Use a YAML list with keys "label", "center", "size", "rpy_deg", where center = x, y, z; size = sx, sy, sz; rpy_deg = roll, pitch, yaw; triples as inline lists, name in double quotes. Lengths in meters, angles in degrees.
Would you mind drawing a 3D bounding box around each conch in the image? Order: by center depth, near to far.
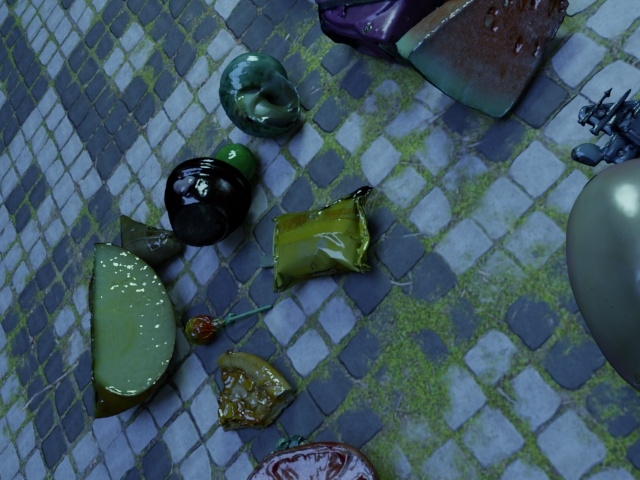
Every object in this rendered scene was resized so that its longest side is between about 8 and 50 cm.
- label: "conch"
  center: [-0.121, -0.295, 1.446]
  size: [0.176, 0.122, 0.188]
  rpy_deg: [-2, 75, 16]

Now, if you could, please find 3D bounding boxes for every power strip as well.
- label: "power strip"
  center: [-0.087, 0.038, 1.371]
  size: [0.083, 0.017, 0.027]
  rpy_deg: [-10, 68, 35]

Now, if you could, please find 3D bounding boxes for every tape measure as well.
- label: "tape measure"
  center: [0.115, -0.454, 1.296]
  size: [0.245, 0.149, 0.231]
  rpy_deg: [24, 91, 40]

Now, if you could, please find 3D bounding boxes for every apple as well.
- label: "apple"
  center: [-0.414, 0.187, 1.471]
  size: [0.254, 0.179, 0.345]
  rpy_deg: [-20, 64, 18]

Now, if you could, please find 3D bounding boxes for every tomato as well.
- label: "tomato"
  center: [-0.004, 0.422, 1.102]
  size: [0.237, 0.095, 0.236]
  rpy_deg: [-4, 75, 15]

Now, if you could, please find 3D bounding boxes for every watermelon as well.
- label: "watermelon"
  center: [0.277, -0.340, 1.141]
  size: [0.256, 0.193, 0.139]
  rpy_deg: [-50, 21, 18]

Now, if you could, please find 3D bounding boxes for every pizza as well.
- label: "pizza"
  center: [-0.143, 0.284, 1.305]
  size: [0.182, 0.062, 0.161]
  rpy_deg: [35, 103, 38]

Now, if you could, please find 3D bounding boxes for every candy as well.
- label: "candy"
  center: [-0.179, 0.157, 1.390]
  size: [0.201, 0.060, 0.060]
  rpy_deg: [-20, 63, 21]

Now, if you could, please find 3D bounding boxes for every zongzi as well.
- label: "zongzi"
  center: [-0.381, -0.018, 1.584]
  size: [0.160, 0.078, 0.176]
  rpy_deg: [-27, 56, 22]

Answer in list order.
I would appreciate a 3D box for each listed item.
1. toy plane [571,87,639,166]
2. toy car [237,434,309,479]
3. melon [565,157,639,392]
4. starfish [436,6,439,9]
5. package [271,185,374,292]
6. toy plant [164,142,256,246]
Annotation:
- label: "toy plane"
  center: [0.466, -0.178, 0.978]
  size: [0.169, 0.078, 0.246]
  rpy_deg: [40, 98, 12]
- label: "toy car"
  center: [-0.077, 0.415, 1.209]
  size: [0.186, 0.058, 0.093]
  rpy_deg: [-48, 52, -1]
- label: "melon"
  center: [0.417, 0.049, 0.844]
  size: [0.223, 0.223, 0.316]
  rpy_deg: [-28, 61, 28]
- label: "starfish"
  center: [0.245, -0.388, 1.244]
  size: [0.016, 0.086, 0.092]
  rpy_deg: [-175, 66, -74]
- label: "package"
  center: [0.000, 0.000, 1.271]
  size: [0.226, 0.090, 0.168]
  rpy_deg: [-12, 65, 32]
- label: "toy plant"
  center: [-0.231, -0.099, 1.447]
  size: [0.218, 0.175, 0.235]
  rpy_deg: [-24, 34, 22]
